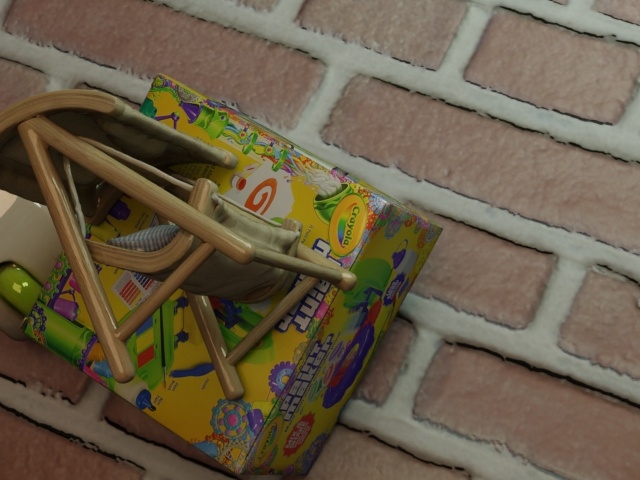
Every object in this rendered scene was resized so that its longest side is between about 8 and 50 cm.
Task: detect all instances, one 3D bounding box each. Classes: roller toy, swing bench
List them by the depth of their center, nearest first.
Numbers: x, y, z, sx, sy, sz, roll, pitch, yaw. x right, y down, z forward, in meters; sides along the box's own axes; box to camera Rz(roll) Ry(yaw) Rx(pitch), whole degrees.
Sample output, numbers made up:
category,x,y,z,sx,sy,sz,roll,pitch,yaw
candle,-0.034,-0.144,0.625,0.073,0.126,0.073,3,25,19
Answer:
category,x,y,z,sx,sy,sz,roll,pitch,yaw
swing bench,-0.141,-0.012,1.500,0.165,0.253,0.255,-44,71,10
roller toy,-0.334,-0.006,1.808,0.209,0.191,0.146,41,83,-1

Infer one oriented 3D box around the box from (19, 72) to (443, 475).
category,x,y,z,sx,sy,sz,roll,pitch,yaw
box,-0.085,0.038,1.702,0.279,0.177,0.290,31,94,23
